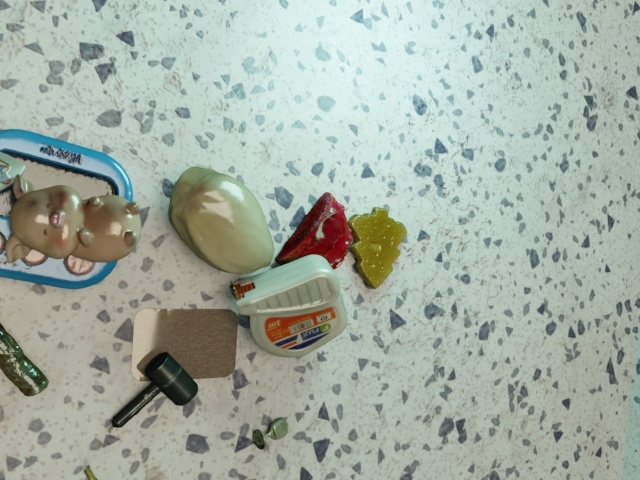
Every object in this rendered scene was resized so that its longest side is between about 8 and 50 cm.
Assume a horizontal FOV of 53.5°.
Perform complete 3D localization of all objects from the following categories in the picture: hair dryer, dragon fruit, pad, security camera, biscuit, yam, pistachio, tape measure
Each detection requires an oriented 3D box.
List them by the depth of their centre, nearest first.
[{"bbox_3d":[-0.680,0.215,1.343,0.061,0.061,0.274,-38,106,-25],"label":"yam"},{"bbox_3d":[-0.406,0.379,1.495,0.219,0.071,0.124,-41,110,-15],"label":"hair dryer"},{"bbox_3d":[-0.230,-0.038,1.534,0.332,0.208,0.226,49,30,-32],"label":"pistachio"},{"bbox_3d":[-0.331,0.256,1.572,0.266,0.002,0.176,4,87,-30],"label":"pad"},{"bbox_3d":[-0.074,0.167,1.613,0.258,0.130,0.265,-21,122,-9],"label":"tape measure"},{"bbox_3d":[-0.127,0.504,1.665,0.092,0.058,0.058,-13,96,-42],"label":"security camera"},{"bbox_3d":[0.000,0.000,1.696,0.163,0.189,0.261,36,74,8],"label":"dragon fruit"},{"bbox_3d":[0.159,0.021,1.836,0.212,0.041,0.238,9,85,-35],"label":"biscuit"}]

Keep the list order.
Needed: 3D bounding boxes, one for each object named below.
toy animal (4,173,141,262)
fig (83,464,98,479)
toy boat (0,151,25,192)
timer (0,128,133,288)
[{"bbox_3d":[-0.488,-0.035,1.272,0.250,0.154,0.166,9,66,-22],"label":"toy animal"},{"bbox_3d":[-0.453,0.615,1.435,0.159,0.159,0.257,-37,89,-25],"label":"fig"},{"bbox_3d":[-0.700,-0.124,1.183,0.295,0.088,0.129,-14,80,-45],"label":"toy boat"},{"bbox_3d":[-0.590,-0.063,1.366,0.340,0.115,0.309,15,83,-29],"label":"timer"}]
